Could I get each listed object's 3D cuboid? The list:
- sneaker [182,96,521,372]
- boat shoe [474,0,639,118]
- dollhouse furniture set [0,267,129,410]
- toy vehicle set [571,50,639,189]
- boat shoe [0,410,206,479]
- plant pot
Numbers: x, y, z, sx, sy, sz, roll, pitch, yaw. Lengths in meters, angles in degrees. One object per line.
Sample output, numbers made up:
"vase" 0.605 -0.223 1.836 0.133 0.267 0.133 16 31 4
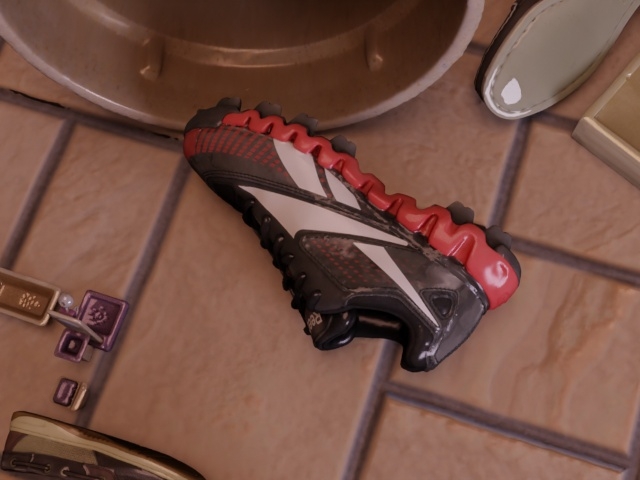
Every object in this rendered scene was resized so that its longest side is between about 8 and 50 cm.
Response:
"sneaker" 0.000 0.000 0.655 0.276 0.097 0.135 31 73 11
"boat shoe" 0.204 -0.192 0.728 0.228 0.081 0.068 -46 32 0
"dollhouse furniture set" -0.216 0.060 0.654 0.114 0.081 0.091 17 73 8
"toy vehicle set" 0.352 -0.064 0.694 0.267 0.035 0.166 41 78 14
"boat shoe" -0.154 0.163 0.635 0.152 0.056 0.049 14 77 17
"plant pot" -0.058 -0.291 0.649 0.334 0.334 0.305 0 65 3
